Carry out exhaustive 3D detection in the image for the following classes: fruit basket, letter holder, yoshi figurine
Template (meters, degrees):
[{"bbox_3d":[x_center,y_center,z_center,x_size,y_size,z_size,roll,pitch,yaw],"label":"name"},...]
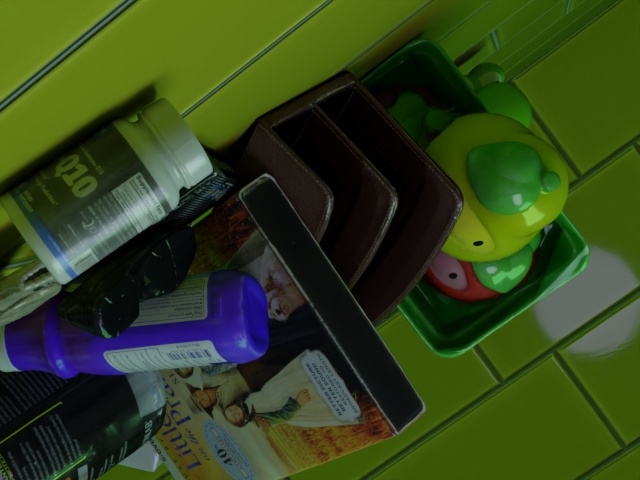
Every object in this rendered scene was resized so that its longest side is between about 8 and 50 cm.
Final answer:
[{"bbox_3d":[0.159,-0.049,1.468,0.283,0.392,0.392,-36,177,12],"label":"fruit basket"},{"bbox_3d":[0.000,0.000,1.369,0.152,0.214,0.302,-33,165,-38],"label":"letter holder"},{"bbox_3d":[0.206,-0.171,1.955,0.362,0.203,0.203,-38,172,-24],"label":"yoshi figurine"}]

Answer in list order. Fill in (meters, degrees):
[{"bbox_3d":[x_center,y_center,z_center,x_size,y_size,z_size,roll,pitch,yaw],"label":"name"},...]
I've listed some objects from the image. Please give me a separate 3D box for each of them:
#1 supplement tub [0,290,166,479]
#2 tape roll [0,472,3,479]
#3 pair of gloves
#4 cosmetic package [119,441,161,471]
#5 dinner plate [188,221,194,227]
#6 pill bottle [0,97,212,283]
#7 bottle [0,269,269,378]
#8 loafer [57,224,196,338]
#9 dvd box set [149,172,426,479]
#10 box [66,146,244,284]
[{"bbox_3d":[-0.356,0.218,1.336,0.338,0.207,0.207,-34,177,-37],"label":"supplement tub"},{"bbox_3d":[-0.376,0.209,1.092,0.080,0.189,0.189,-33,176,-40],"label":"tape roll"},{"bbox_3d":[-0.319,0.071,0.972,0.240,0.042,0.204,-28,178,-34],"label":"pair of gloves"},{"bbox_3d":[-0.341,0.265,1.874,0.225,0.224,0.138,111,-7,-83],"label":"cosmetic package"},{"bbox_3d":[-0.221,0.012,1.512,0.141,0.017,0.141,-35,177,-2],"label":"dinner plate"},{"bbox_3d":[-0.150,-0.038,0.852,0.137,0.078,0.078,-36,177,-9],"label":"pill bottle"},{"bbox_3d":[-0.199,0.090,1.233,0.282,0.092,0.118,-7,164,12],"label":"bottle"},{"bbox_3d":[-0.182,0.031,1.142,0.061,0.062,0.170,8,-151,30],"label":"loafer"},{"bbox_3d":[-0.106,0.137,1.392,0.062,0.308,0.420,-35,-177,-42],"label":"dvd box set"},{"bbox_3d":[-0.172,-0.023,1.195,0.184,0.045,0.190,-37,177,3],"label":"box"}]
